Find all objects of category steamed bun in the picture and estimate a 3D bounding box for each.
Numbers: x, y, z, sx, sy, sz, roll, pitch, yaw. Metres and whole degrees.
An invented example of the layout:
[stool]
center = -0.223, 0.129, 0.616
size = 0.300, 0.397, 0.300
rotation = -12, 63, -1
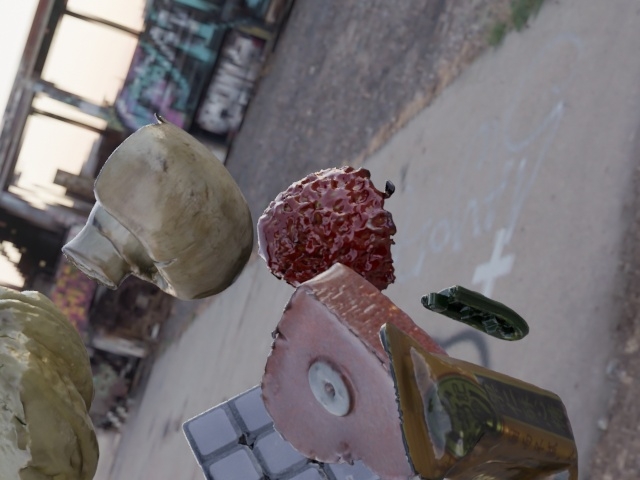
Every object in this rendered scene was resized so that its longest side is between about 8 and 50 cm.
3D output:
[steamed bun]
center = -0.482, 0.252, 1.813
size = 0.325, 0.372, 0.230
rotation = -50, -19, 30

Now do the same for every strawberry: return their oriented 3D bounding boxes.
[strawberry]
center = 0.000, 0.000, 1.744
size = 0.234, 0.178, 0.234
rotation = 32, 128, 53

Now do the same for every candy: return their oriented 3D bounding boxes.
[candy]
center = 0.141, 0.168, 1.035
size = 0.101, 0.271, 0.143
rotation = -31, 53, 26

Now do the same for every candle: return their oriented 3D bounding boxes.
[candle]
center = 0.046, 0.169, 1.564
size = 0.317, 0.287, 0.131
rotation = -6, 21, 48

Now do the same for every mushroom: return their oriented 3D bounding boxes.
[mushroom]
center = -0.177, -0.008, 1.358
size = 0.195, 0.189, 0.254
rotation = -49, -11, -17

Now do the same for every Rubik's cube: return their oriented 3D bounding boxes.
[Rubik's cube]
center = -0.049, 0.457, 2.197
size = 0.304, 0.305, 0.301
rotation = 56, 167, 34

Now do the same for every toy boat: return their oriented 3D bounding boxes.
[toy boat]
center = 0.267, 0.122, 1.955
size = 0.104, 0.210, 0.052
rotation = -25, 48, 50
